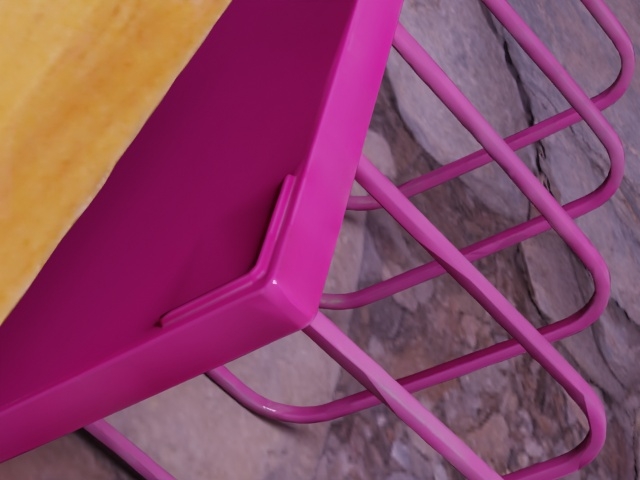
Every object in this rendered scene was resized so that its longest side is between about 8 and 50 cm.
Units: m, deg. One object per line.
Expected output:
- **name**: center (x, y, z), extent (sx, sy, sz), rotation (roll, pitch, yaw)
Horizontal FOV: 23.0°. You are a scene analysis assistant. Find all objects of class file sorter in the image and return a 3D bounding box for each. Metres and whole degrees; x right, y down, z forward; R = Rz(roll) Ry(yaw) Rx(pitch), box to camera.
- **file sorter**: center (0.000, 0.000, 0.610), extent (0.182, 0.202, 0.291), rotation (44, 40, -27)

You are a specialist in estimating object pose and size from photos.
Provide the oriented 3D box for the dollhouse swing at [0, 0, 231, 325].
- **dollhouse swing**: center (-0.234, -0.141, 0.433), extent (0.347, 0.305, 0.315), rotation (44, 64, -26)
